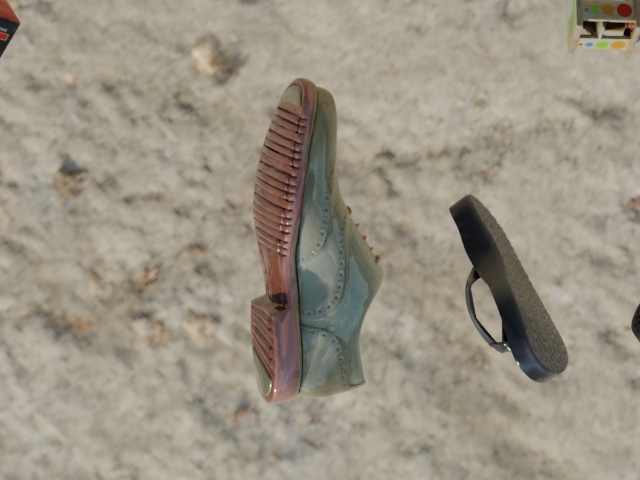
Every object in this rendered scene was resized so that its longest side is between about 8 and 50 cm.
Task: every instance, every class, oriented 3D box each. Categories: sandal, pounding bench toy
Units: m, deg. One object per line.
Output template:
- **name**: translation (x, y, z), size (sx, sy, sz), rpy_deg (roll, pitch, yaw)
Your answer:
- **sandal**: translation (0.171, 0.054, 1.479), size (0.054, 0.254, 0.097), rpy_deg (-37, 122, 14)
- **pounding bench toy**: translation (0.257, -0.215, 1.397), size (0.065, 0.083, 0.052), rpy_deg (1, 158, 0)

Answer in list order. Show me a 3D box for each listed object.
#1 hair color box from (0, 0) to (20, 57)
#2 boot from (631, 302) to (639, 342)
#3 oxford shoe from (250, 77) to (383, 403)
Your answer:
- **hair color box**: translation (-0.262, -0.104, 1.011), size (0.141, 0.072, 0.043), rpy_deg (-55, 49, 22)
- **boot**: translation (0.365, 0.065, 1.162), size (0.246, 0.094, 0.207), rpy_deg (-35, 111, -12)
- **oxford shoe**: translation (0.000, 0.000, 1.885), size (0.146, 0.140, 0.397), rpy_deg (-1, 107, -18)
